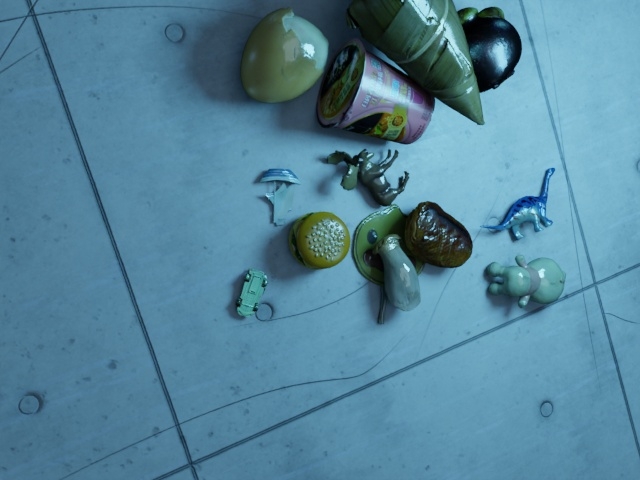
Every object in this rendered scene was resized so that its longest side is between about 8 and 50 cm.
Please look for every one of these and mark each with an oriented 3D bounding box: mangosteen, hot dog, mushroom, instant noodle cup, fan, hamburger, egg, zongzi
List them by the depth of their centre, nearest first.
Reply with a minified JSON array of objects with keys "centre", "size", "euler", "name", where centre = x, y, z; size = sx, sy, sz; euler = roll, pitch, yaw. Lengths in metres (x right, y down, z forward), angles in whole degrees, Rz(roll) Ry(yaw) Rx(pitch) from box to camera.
[{"centre":[-0.094,-0.447,1.664],"size":[0.201,0.201,0.244],"euler":[42,91,-15],"name":"egg"},{"centre":[0.000,0.000,1.746],"size":[0.162,0.115,0.162],"euler":[0,90,-21],"name":"hamburger"},{"centre":[0.151,-0.365,1.752],"size":[0.255,0.244,0.244],"euler":[17,85,-26],"name":"instant noodle cup"},{"centre":[0.277,-0.584,1.778],"size":[0.467,0.218,0.500],"euler":[45,37,-32],"name":"zongzi"},{"centre":[0.209,0.089,1.826],"size":[0.097,0.088,0.213],"euler":[-21,92,13],"name":"mushroom"},{"centre":[0.432,-0.523,1.848],"size":[0.243,0.243,0.243],"euler":[0,91,-20],"name":"mangosteen"},{"centre":[0.323,-0.015,1.864],"size":[0.227,0.099,0.160],"euler":[36,73,-22],"name":"hot dog"},{"centre":[0.191,0.064,1.870],"size":[0.229,0.011,0.335],"euler":[8,88,-20],"name":"fan"}]

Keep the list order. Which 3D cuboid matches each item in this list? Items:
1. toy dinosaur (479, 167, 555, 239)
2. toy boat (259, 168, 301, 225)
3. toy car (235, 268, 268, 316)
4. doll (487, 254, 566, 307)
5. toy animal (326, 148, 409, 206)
[{"centre":[0.621,-0.076,1.992],"size":[0.329,0.076,0.144],"euler":[-37,96,-18],"name":"toy dinosaur"},{"centre":[-0.094,-0.120,1.753],"size":[0.105,0.034,0.149],"euler":[-22,98,-16],"name":"toy boat"},{"centre":[-0.177,0.135,1.727],"size":[0.059,0.035,0.122],"euler":[19,93,-19],"name":"toy car"},{"centre":[0.624,0.122,1.973],"size":[0.275,0.113,0.155],"euler":[4,86,-19],"name":"doll"},{"centre":[0.133,-0.176,1.805],"size":[0.186,0.094,0.214],"euler":[-34,110,-8],"name":"toy animal"}]
